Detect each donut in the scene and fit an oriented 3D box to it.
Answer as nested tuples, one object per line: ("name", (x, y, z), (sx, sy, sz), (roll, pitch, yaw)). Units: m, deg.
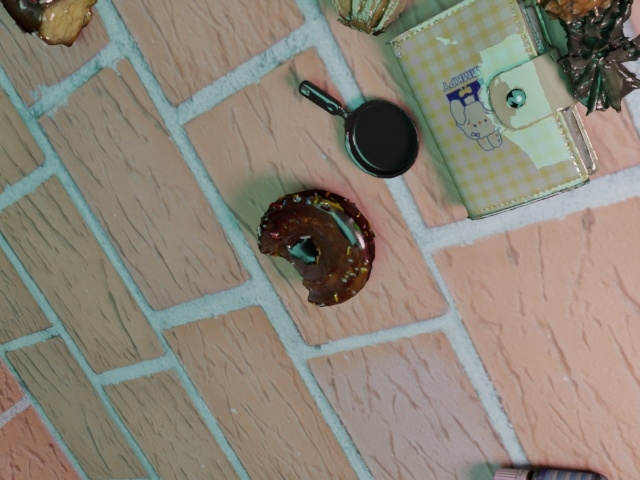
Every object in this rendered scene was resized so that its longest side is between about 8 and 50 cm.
("donut", (-0.506, -0.549, 1.121), (0.259, 0.136, 0.345), (48, 128, -5))
("donut", (0.001, 0.001, 1.147), (0.230, 0.096, 0.216), (38, 126, 8))

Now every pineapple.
("pineapple", (0.343, -0.286, 0.778), (0.128, 0.128, 0.248), (-14, 113, 35))

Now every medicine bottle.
("medicine bottle", (0.431, 0.473, 1.160), (0.203, 0.083, 0.083), (-8, 111, 32))

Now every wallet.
("wallet", (0.253, -0.197, 0.909), (0.223, 0.077, 0.309), (-17, 105, 40))

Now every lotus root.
("lotus root", (0.075, -0.382, 0.909), (0.143, 0.070, 0.144), (18, 119, 14))

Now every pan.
("pan", (0.064, -0.200, 1.040), (0.235, 0.028, 0.136), (37, 128, 4))
